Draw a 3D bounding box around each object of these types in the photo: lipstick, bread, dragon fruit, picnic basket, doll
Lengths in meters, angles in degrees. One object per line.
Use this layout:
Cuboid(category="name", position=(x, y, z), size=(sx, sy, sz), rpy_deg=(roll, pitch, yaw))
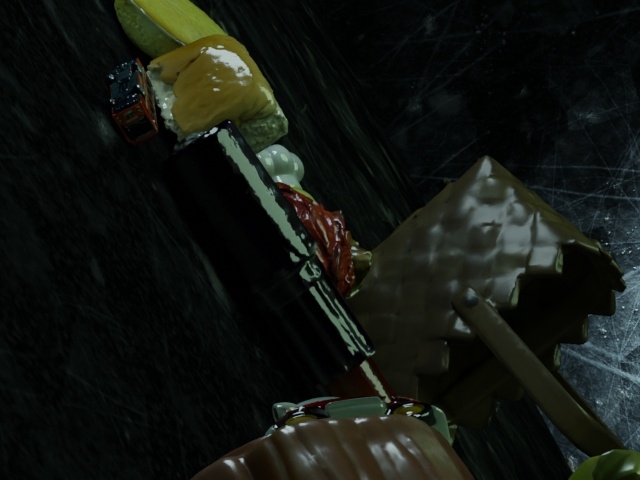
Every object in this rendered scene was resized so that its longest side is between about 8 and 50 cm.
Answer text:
Cuboid(category="lipstick", position=(-0.030, 0.033, 1.357), size=(0.300, 0.081, 0.081), rpy_deg=(57, 9, -9))
Cuboid(category="bread", position=(-0.137, -0.188, 1.544), size=(0.187, 0.065, 0.149), rpy_deg=(43, 14, 6))
Cuboid(category="dragon fruit", position=(0.000, 0.000, 1.504), size=(0.106, 0.083, 0.162), rpy_deg=(7, 43, -35))
Cuboid(category="picnic basket", position=(0.200, 0.112, 1.684), size=(0.321, 0.291, 0.254), rpy_deg=(50, 3, 25))
Cuboid(category="doll", position=(-0.030, -0.029, 1.625), size=(0.162, 0.062, 0.106), rpy_deg=(65, 12, 26))
Cuboid(category="bread", position=(-0.100, -0.131, 1.442), size=(0.082, 0.106, 0.125), rpy_deg=(48, 12, -53))

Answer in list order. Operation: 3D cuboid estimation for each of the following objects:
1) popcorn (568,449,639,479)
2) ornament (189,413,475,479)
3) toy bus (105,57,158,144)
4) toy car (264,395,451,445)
Cuboid(category="popcorn", position=(0.139, 0.304, 0.884), size=(0.290, 0.325, 0.321), rpy_deg=(102, -11, -68))
Cuboid(category="ornament", position=(0.018, 0.214, 0.702), size=(0.217, 0.221, 0.235), rpy_deg=(-118, -158, -44))
Cuboid(category="toy bus", position=(-0.158, -0.118, 1.321), size=(0.043, 0.031, 0.110), rpy_deg=(62, 6, -29))
Cuboid(category="toy car", position=(0.015, 0.153, 1.096), size=(0.112, 0.139, 0.112), rpy_deg=(-153, -128, -69))
